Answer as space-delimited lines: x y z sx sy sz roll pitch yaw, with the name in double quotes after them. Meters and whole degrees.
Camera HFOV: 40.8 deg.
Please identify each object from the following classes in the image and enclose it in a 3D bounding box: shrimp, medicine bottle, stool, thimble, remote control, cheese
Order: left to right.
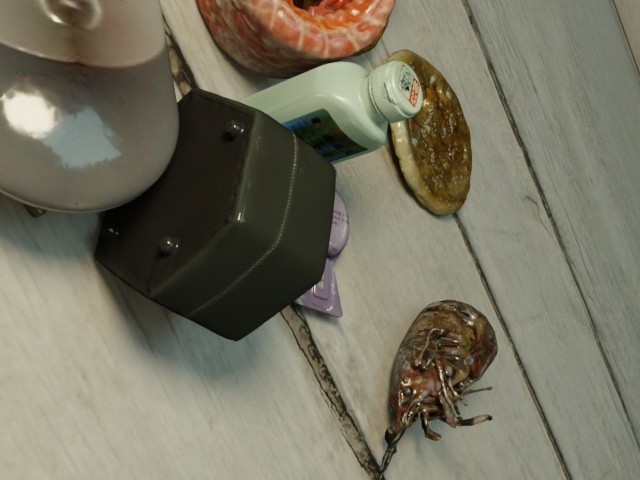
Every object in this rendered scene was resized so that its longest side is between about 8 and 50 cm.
-0.241 -0.178 0.780 0.221 0.103 0.332 0 68 -33 "remote control"
-0.102 -0.028 0.848 0.141 0.232 0.232 34 52 -45 "stool"
-0.026 -0.326 1.040 0.239 0.162 0.239 -1 92 -28 "thimble"
0.000 0.000 1.118 0.105 0.042 0.191 24 60 -45 "cheese"
0.009 -0.147 1.024 0.121 0.229 0.083 38 51 -39 "medicine bottle"
0.158 0.207 1.194 0.145 0.116 0.343 42 46 -4 "shrimp"

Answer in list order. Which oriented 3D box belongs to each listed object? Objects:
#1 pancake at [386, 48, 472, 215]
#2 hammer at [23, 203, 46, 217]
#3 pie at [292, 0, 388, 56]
0.178 -0.179 1.414 0.282 0.049 0.282 21 63 -51 "pancake"
-0.312 -0.101 0.766 0.199 0.013 0.062 58 40 -22 "hammer"
0.009 -0.389 1.244 0.273 0.069 0.273 24 60 -49 "pie"
